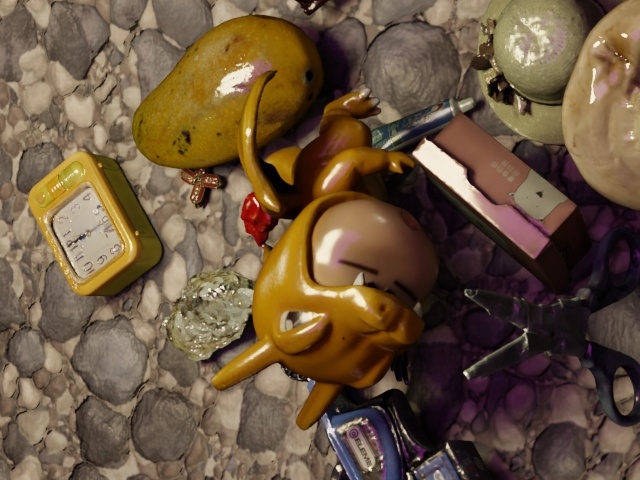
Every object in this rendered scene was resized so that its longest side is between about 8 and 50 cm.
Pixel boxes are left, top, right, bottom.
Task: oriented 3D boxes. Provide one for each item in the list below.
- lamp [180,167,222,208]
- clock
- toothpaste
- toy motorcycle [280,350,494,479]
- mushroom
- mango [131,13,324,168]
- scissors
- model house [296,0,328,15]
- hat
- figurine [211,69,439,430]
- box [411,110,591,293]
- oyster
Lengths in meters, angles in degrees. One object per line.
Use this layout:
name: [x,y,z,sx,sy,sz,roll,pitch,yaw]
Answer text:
lamp: [-0.187,-0.098,2.018,0.063,0.031,0.083,-41,68,17]
clock: [-0.351,-0.024,2.059,0.143,0.096,0.202,-36,74,17]
toothpaste: [0.130,-0.156,1.862,0.197,0.035,0.057,-23,62,25]
toy motorcycle: [0.082,0.227,1.818,0.212,0.125,0.358,-37,66,21]
mushroom: [0.429,-0.152,1.561,0.292,0.290,0.292,3,110,7]
mango: [-0.147,-0.206,1.930,0.329,0.176,0.175,-29,117,19]
scissors: [0.288,0.110,1.588,0.029,0.383,0.256,-4,88,43]
model house: [-0.003,-0.438,1.883,0.203,0.141,0.164,-44,60,15]
hat: [0.301,-0.259,1.730,0.257,0.130,0.257,-2,86,27]
figurine: [0.008,0.022,1.733,0.268,0.401,0.387,6,53,-4]
box: [0.239,-0.048,1.701,0.215,0.215,0.086,42,91,23]
oyster: [-0.161,0.103,1.979,0.125,0.064,0.177,48,109,16]
